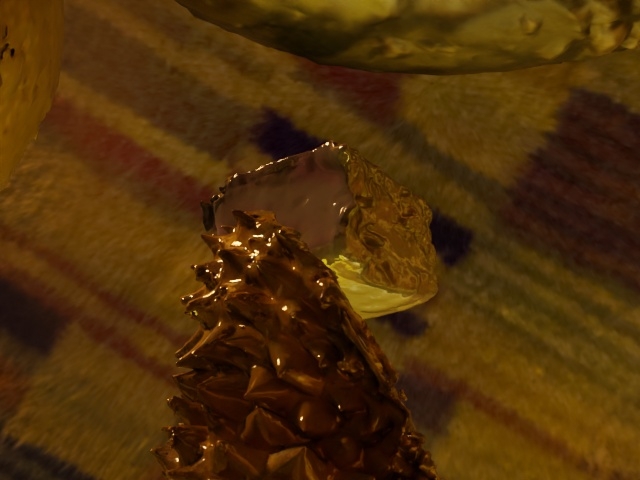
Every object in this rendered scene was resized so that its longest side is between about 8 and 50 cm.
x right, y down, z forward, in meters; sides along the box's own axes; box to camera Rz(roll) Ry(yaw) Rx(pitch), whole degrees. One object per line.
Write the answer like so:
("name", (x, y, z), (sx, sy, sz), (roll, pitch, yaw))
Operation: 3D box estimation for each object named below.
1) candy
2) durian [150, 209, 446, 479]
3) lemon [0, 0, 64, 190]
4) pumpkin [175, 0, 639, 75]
("candy", (0.000, 0.000, 1.260), (0.195, 0.185, 0.137), (-16, 60, 33))
("durian", (-0.024, 0.079, 0.764), (0.185, 0.305, 0.195), (-6, 108, -14))
("lemon", (-0.240, -0.095, 0.503), (0.310, 0.258, 0.258), (15, 100, 36))
("pumpkin", (0.058, -0.280, 0.513), (0.454, 0.454, 0.344), (9, 56, 4))
